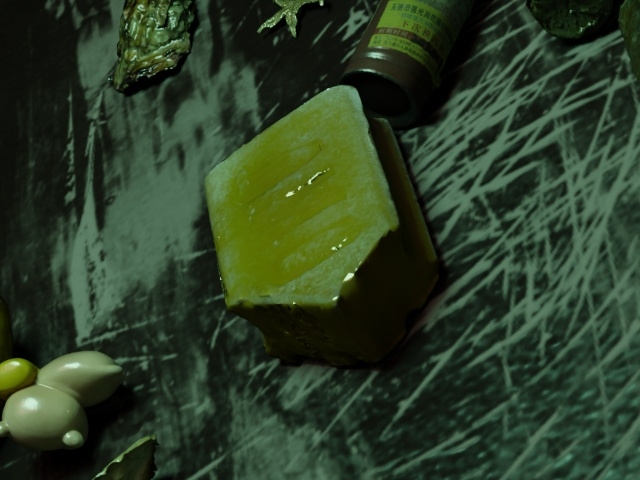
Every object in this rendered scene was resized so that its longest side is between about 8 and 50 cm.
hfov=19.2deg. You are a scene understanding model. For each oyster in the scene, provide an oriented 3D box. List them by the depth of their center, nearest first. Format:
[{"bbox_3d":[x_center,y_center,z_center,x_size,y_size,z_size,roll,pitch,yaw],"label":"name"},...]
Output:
[{"bbox_3d":[-0.173,-0.228,1.948,0.105,0.056,0.177,-18,45,44],"label":"oyster"}]

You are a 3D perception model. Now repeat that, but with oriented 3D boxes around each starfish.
[{"bbox_3d":[-0.020,-0.231,1.825,0.092,0.016,0.086,3,56,54],"label":"starfish"}]

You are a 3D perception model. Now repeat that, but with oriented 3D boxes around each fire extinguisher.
[{"bbox_3d":[0.084,-0.214,1.646,0.106,0.075,0.252,-5,49,43],"label":"fire extinguisher"}]

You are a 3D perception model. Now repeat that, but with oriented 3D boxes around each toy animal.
[{"bbox_3d":[-0.214,0.143,1.571,0.114,0.091,0.082,-9,57,-2],"label":"toy animal"}]

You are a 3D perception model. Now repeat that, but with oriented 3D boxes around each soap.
[{"bbox_3d":[0.000,0.000,1.493,0.160,0.080,0.257,-34,34,13],"label":"soap"}]

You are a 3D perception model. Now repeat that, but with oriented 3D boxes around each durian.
[{"bbox_3d":[-0.171,0.201,1.462,0.130,0.066,0.052,-42,33,-15],"label":"durian"}]

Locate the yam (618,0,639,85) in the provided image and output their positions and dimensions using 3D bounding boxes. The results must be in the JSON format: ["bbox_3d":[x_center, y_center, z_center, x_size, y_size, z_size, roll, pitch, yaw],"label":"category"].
[{"bbox_3d":[0.265,-0.095,1.352,0.061,0.061,0.274,-30,37,18],"label":"yam"}]

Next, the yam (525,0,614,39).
[{"bbox_3d":[0.214,-0.248,1.551,0.078,0.078,0.179,-14,44,36],"label":"yam"}]

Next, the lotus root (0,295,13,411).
[{"bbox_3d":[-0.366,0.095,1.654,0.188,0.199,0.180,20,73,46],"label":"lotus root"}]
